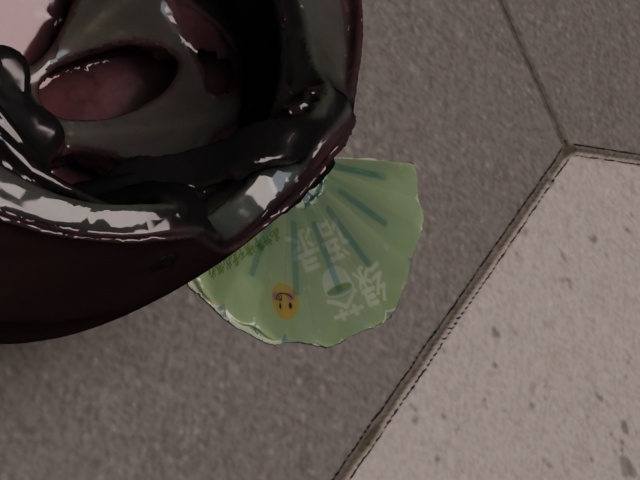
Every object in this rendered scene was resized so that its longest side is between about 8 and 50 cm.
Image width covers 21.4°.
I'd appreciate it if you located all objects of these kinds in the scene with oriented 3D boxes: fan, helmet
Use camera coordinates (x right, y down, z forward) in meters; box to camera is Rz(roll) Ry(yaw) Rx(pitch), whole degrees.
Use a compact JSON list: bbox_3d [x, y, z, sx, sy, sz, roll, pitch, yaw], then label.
[{"bbox_3d":[0.000,0.000,1.071,0.240,0.009,0.131,-24,92,-47],"label":"fan"},{"bbox_3d":[-0.139,-0.084,0.836,0.271,0.197,0.338,46,37,-8],"label":"helmet"}]
